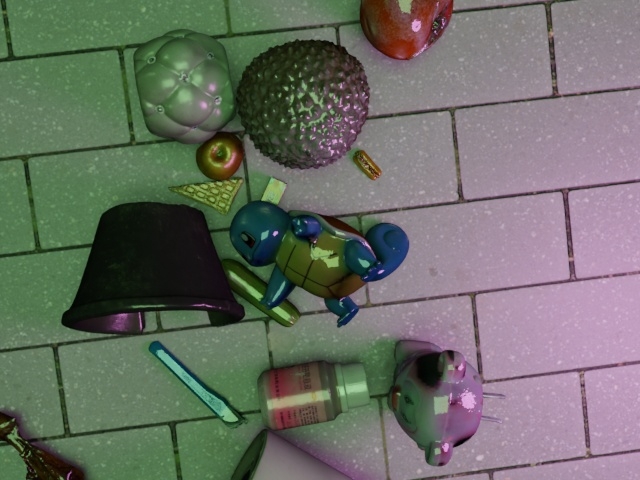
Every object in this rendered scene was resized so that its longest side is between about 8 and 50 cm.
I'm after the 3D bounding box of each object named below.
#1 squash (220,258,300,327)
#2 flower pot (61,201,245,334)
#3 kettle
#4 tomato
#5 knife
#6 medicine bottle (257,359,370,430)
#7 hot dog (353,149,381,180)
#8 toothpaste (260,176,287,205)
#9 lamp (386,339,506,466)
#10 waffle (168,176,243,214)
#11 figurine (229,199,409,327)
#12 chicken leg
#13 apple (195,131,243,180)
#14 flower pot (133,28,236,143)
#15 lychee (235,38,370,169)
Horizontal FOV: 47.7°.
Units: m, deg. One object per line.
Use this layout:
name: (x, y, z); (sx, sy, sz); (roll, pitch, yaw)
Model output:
squash: (-0.146, 0.122, 1.683); (0.229, 0.066, 0.066); (38, 91, -4)
flower pot: (-0.359, 0.059, 1.555); (0.380, 0.379, 0.250); (-2, 77, -3)
kettle: (-0.013, 0.622, 1.570); (0.377, 0.361, 0.250); (29, 89, -7)
tomato: (0.182, -0.514, 1.583); (0.189, 0.232, 0.232); (32, 92, 17)
knife: (-0.291, 0.343, 1.713); (0.296, 0.026, 0.044); (45, 88, -2)
medicine bottle: (-0.015, 0.350, 1.669); (0.247, 0.147, 0.147); (-11, 95, -2)
hot dog: (0.110, -0.178, 1.697); (0.083, 0.021, 0.037); (44, 90, -6)
toothpaste: (-0.131, -0.061, 1.685); (0.043, 0.037, 0.178); (24, 92, -6)
lamp: (0.270, 0.343, 1.602); (0.248, 0.301, 0.247); (11, 93, -4)
waffle: (-0.266, -0.130, 1.680); (0.153, 0.023, 0.097); (23, 91, -4)
figurine: (0.009, 0.034, 1.588); (0.417, 0.298, 0.242); (7, 55, -13)
chicken leg: (-0.651, 0.510, 1.676); (0.113, 0.093, 0.304); (-41, 90, 19)
apple: (-0.225, -0.190, 1.636); (0.114, 0.102, 0.099); (-38, 100, 2)
flower pot: (-0.289, -0.330, 1.559); (0.195, 0.246, 0.245); (-9, 95, -7)
lychee: (-0.036, -0.284, 1.549); (0.300, 0.300, 0.299); (0, 94, -3)
